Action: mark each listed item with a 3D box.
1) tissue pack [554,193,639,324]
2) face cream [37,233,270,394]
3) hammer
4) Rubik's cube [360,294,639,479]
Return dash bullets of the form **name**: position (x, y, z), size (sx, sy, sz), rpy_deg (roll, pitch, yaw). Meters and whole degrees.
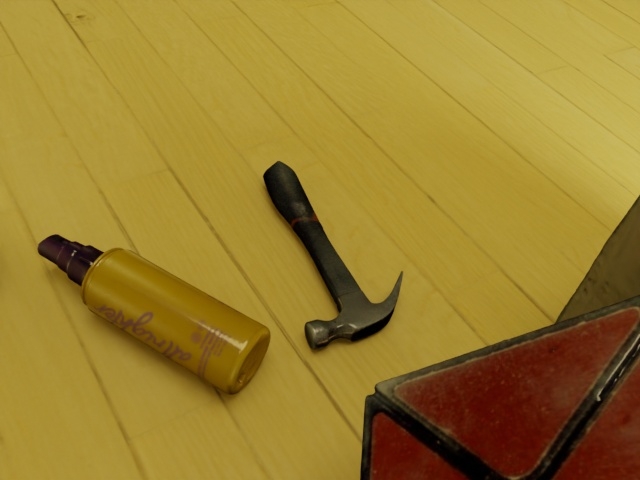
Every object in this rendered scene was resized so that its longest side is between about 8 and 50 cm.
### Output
- **tissue pack**: position (0.485, 0.050, 0.695), size (0.394, 0.288, 0.124), rpy_deg (-1, 46, -11)
- **face cream**: position (-0.186, 0.063, 0.700), size (0.273, 0.078, 0.078), rpy_deg (27, 48, 15)
- **hammer**: position (0.000, 0.000, 0.824), size (0.137, 0.037, 0.290), rpy_deg (-12, 50, -21)
- **Rubik's cube**: position (0.188, 0.228, 0.436), size (0.260, 0.255, 0.259), rpy_deg (45, 36, -28)
